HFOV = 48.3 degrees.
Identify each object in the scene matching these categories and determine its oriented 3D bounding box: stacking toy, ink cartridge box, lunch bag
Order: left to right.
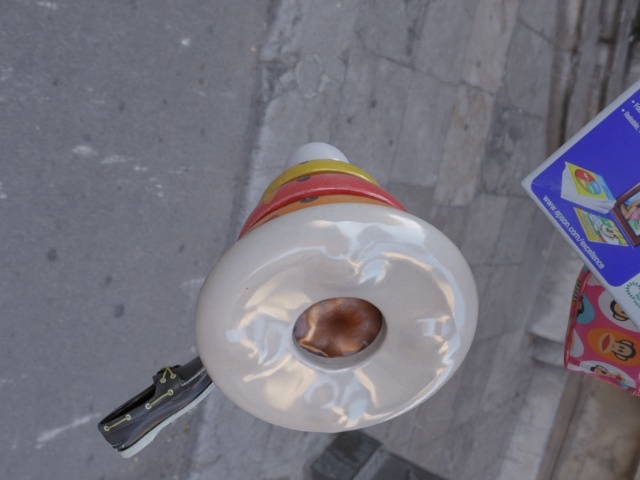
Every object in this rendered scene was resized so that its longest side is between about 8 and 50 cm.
[{"bbox_3d":[0.000,0.000,1.039,0.480,0.351,0.350,-102,-175,-56],"label":"stacking toy"},{"bbox_3d":[0.382,0.014,0.825,0.258,0.120,0.293,-56,154,-28],"label":"lunch bag"},{"bbox_3d":[0.273,-0.025,0.459,0.045,0.206,0.208,-12,153,-52],"label":"ink cartridge box"}]

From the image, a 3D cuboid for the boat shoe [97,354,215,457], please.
[{"bbox_3d":[-0.240,0.238,1.107,0.228,0.081,0.068,-41,107,-4],"label":"boat shoe"}]
